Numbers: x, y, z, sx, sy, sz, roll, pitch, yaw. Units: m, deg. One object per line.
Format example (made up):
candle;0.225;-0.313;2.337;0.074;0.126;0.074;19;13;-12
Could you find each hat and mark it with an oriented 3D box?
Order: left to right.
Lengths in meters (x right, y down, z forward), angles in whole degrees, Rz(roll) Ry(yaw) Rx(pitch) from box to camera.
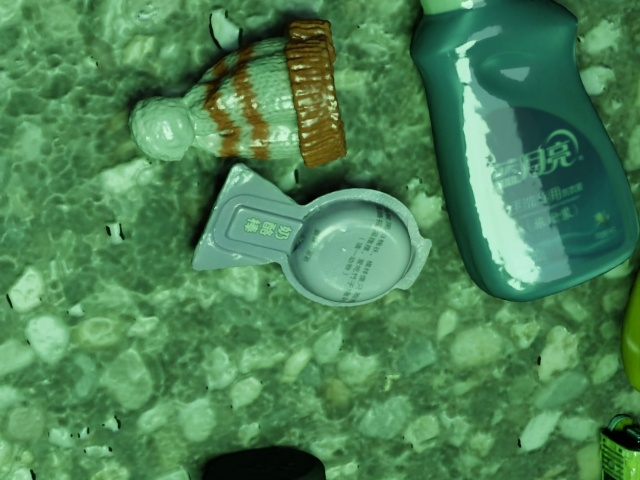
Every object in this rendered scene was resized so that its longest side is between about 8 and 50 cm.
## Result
hat;-0.063;-0.100;1.231;0.162;0.093;0.112;-10;102;2

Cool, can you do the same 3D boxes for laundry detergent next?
laundry detergent;0.149;-0.103;1.279;0.143;0.094;0.290;-22;107;-8

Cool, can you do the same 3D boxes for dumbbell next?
dumbbell;-0.038;0.268;1.296;0.100;0.100;0.191;-7;103;-15

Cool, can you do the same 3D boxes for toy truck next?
toy truck;0.324;0.204;1.405;0.169;0.077;0.100;-1;100;-18

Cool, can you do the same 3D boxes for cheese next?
cheese;0.000;0.000;1.270;0.191;0.042;0.105;15;112;-28

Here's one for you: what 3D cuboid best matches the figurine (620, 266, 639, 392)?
figurine;0.354;-0.001;1.328;0.218;0.169;0.326;12;100;-35
